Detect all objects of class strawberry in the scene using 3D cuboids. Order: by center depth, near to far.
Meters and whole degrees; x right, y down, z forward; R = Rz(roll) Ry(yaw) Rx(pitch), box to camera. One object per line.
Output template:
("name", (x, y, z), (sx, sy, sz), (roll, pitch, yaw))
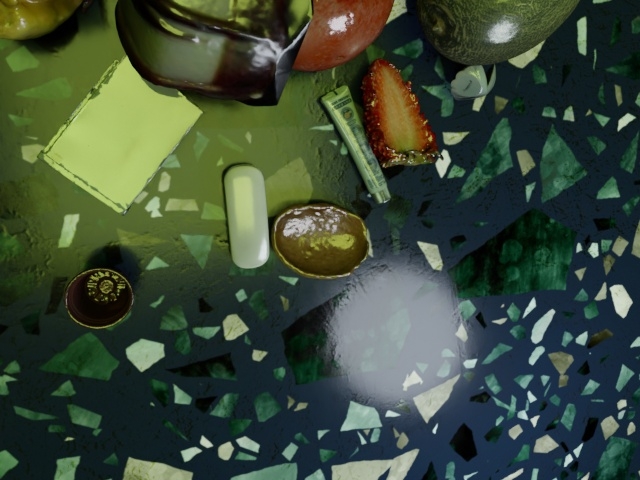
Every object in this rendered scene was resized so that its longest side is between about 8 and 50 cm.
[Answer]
("strawberry", (0.143, -0.234, 0.943), (0.167, 0.087, 0.208), (-5, 79, -35))

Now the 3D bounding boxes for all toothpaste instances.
("toothpaste", (0.076, -0.182, 0.949), (0.062, 0.039, 0.239), (-31, 108, -11))

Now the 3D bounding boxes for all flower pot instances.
("flower pot", (-0.384, 0.089, 0.857), (0.111, 0.089, 0.111), (-4, 104, -16))

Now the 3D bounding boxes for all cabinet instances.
("cabinet", (-0.311, -0.175, 0.783), (0.150, 0.145, 0.206), (38, 91, -21))

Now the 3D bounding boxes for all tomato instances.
("tomato", (-0.004, -0.407, 0.760), (0.264, 0.265, 0.265), (-4, 104, -15))

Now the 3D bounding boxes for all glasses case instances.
("glasses case", (-0.138, -0.044, 0.915), (0.076, 0.049, 0.197), (-7, 105, -14))

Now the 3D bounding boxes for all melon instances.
("melon", (0.323, -0.452, 0.845), (0.329, 0.248, 0.249), (-37, 110, -6))

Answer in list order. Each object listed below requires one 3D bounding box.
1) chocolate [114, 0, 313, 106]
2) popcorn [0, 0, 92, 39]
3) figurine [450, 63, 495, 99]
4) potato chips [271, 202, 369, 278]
("chocolate", (-0.167, -0.310, 0.637), (0.186, 0.283, 0.284), (-17, 109, -36))
("popcorn", (-0.429, -0.456, 0.627), (0.297, 0.281, 0.316), (-37, 98, 14))
("figurine", (0.302, -0.318, 0.963), (0.082, 0.086, 0.094), (26, 138, -6))
("potato chips", (0.000, 0.000, 0.966), (0.201, 0.049, 0.150), (1, 98, -14))
